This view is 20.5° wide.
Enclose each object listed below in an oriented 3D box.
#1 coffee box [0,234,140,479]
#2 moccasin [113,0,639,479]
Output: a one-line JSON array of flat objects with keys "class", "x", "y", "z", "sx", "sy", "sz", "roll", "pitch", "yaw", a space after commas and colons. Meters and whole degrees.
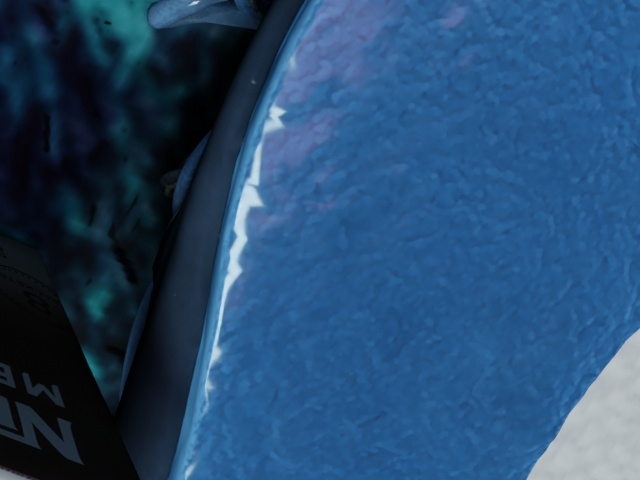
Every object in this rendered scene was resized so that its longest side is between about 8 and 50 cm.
[{"class": "coffee box", "x": -0.175, "y": 0.021, "z": 0.366, "sx": 0.247, "sy": 0.141, "sz": 0.098, "roll": 26, "pitch": 104, "yaw": -27}, {"class": "moccasin", "x": 0.000, "y": 0.000, "z": 0.433, "sx": 0.138, "sy": 0.117, "sz": 0.342, "roll": 20, "pitch": 111, "yaw": -26}]
